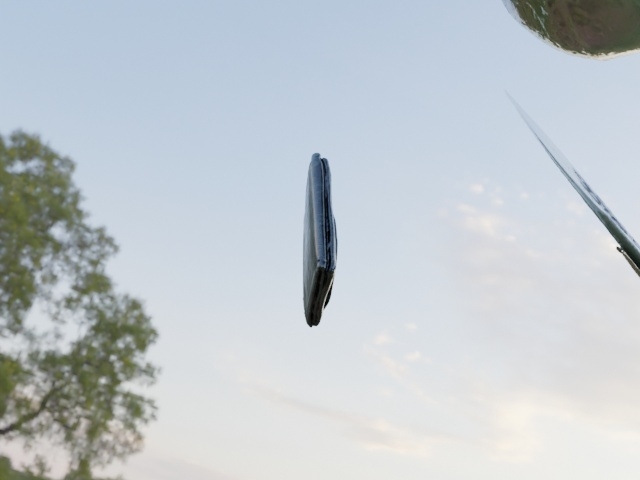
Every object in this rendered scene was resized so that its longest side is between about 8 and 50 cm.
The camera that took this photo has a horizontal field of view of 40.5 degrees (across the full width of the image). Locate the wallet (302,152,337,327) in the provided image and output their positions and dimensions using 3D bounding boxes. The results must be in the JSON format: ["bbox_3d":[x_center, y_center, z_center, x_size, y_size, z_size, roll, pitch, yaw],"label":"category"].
[{"bbox_3d":[0.000,0.000,0.740,0.026,0.129,0.088,3,-40,-7],"label":"wallet"}]

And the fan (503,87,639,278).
[{"bbox_3d":[0.205,0.046,0.470,0.012,0.415,0.233,-41,-59,18],"label":"fan"}]

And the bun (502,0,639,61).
[{"bbox_3d":[0.228,-0.303,0.704,0.187,0.293,0.293,20,-23,-28],"label":"bun"}]
